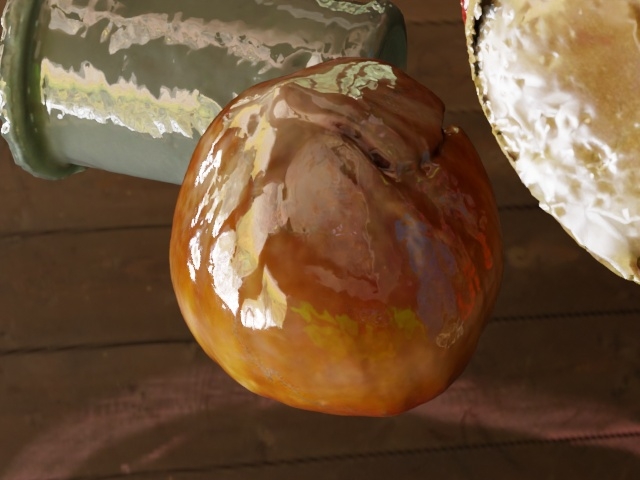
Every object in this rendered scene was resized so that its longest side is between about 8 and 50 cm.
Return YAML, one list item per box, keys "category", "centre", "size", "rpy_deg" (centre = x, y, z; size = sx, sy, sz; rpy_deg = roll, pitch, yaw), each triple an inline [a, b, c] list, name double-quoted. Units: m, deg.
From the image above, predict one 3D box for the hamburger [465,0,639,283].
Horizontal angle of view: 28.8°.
- category: "hamburger"
  centre: [0.229, -0.140, 0.749]
  size: [0.277, 0.318, 0.195]
  rpy_deg: [35, -143, 24]

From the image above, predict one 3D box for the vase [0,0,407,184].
- category: "vase"
  centre: [-0.086, -0.138, 1.038]
  size: [0.291, 0.245, 0.245]
  rpy_deg: [13, -124, 15]

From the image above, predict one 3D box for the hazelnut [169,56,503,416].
- category: "hazelnut"
  centre: [0.000, 0.000, 0.627]
  size: [0.182, 0.182, 0.182]
  rpy_deg: [3, -124, -4]

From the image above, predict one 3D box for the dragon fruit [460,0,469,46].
- category: "dragon fruit"
  centre: [0.217, -0.302, 1.218]
  size: [0.240, 0.302, 0.330]
  rpy_deg: [-24, -83, -15]
